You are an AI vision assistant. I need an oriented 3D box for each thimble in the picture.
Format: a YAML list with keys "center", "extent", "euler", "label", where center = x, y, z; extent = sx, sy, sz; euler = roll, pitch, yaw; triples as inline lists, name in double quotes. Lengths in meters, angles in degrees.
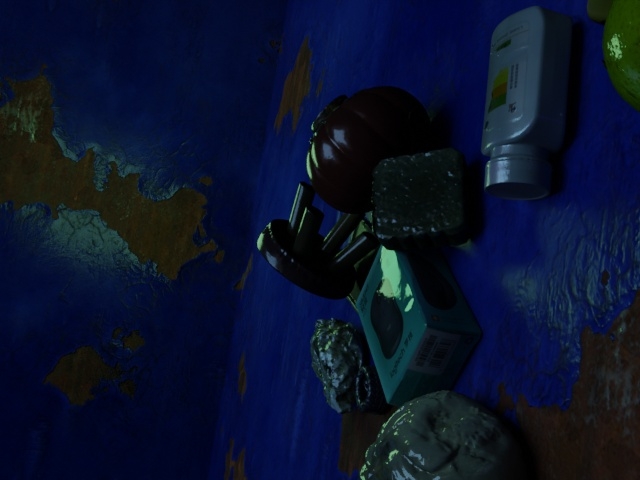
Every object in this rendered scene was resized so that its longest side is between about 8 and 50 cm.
- center: [0.117, 0.321, 1.690]
  extent: [0.095, 0.066, 0.104]
  euler: [122, 153, -54]
  label: "thimble"

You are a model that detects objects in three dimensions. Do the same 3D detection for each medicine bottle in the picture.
- center: [0.334, -0.220, 1.277]
  extent: [0.161, 0.111, 0.296]
  euler: [160, 118, -69]
  label: "medicine bottle"

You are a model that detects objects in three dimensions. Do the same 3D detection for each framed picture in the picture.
- center: [0.109, 0.072, 1.938]
  extent: [0.281, 0.019, 0.208]
  euler: [-125, 49, -66]
  label: "framed picture"

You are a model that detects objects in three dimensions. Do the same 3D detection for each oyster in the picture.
- center: [0.035, 0.295, 1.888]
  extent: [0.268, 0.112, 0.198]
  euler: [-155, 76, -69]
  label: "oyster"

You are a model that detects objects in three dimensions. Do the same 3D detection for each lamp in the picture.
- center: [0.107, -0.198, 1.702]
  extent: [0.303, 0.257, 0.303]
  euler: [-46, -9, -10]
  label: "lamp"

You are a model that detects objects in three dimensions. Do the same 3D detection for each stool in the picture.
- center: [0.000, 0.000, 1.899]
  extent: [0.178, 0.272, 0.272]
  euler: [-58, 24, 19]
  label: "stool"

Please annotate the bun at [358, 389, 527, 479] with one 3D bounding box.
- center: [0.171, 0.415, 1.231]
  extent: [0.360, 0.211, 0.359]
  euler: [-169, 90, -74]
  label: "bun"

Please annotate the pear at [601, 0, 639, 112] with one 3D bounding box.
- center: [0.455, -0.247, 0.909]
  extent: [0.239, 0.139, 0.288]
  euler: [-117, 39, -50]
  label: "pear"

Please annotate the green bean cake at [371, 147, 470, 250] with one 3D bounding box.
- center: [0.195, -0.076, 1.503]
  extent: [0.094, 0.185, 0.183]
  euler: [52, -144, -61]
  label: "green bean cake"

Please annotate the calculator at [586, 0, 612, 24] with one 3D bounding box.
- center: [0.459, -0.390, 1.120]
  extent: [0.236, 0.033, 0.157]
  euler: [-145, 66, -72]
  label: "calculator"

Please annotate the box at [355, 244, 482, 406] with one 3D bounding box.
- center: [0.179, 0.151, 1.519]
  extent: [0.311, 0.118, 0.205]
  euler: [-105, 33, -54]
  label: "box"
